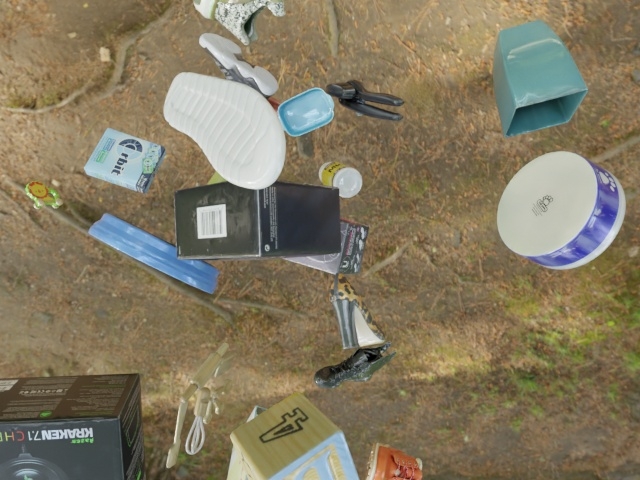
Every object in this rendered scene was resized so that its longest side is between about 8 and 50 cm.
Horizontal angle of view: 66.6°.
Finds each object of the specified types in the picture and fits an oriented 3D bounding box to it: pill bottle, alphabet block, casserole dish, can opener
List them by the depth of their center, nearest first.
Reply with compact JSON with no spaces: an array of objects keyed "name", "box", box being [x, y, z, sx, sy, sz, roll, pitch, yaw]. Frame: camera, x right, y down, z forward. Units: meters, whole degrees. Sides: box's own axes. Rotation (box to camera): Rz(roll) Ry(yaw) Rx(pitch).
[{"name":"can opener","box":[0.085,-0.248,0.882,0.073,0.186,0.059,-24,129,-27]},{"name":"alphabet block","box":[-0.054,0.489,1.070,0.194,0.197,0.192,-24,110,-24]},{"name":"casserole dish","box":[-0.042,-0.397,1.503,0.189,0.037,0.114,-19,109,24]},{"name":"pill bottle","box":[0.073,-0.249,1.941,0.119,0.208,0.119,-7,110,-19]}]

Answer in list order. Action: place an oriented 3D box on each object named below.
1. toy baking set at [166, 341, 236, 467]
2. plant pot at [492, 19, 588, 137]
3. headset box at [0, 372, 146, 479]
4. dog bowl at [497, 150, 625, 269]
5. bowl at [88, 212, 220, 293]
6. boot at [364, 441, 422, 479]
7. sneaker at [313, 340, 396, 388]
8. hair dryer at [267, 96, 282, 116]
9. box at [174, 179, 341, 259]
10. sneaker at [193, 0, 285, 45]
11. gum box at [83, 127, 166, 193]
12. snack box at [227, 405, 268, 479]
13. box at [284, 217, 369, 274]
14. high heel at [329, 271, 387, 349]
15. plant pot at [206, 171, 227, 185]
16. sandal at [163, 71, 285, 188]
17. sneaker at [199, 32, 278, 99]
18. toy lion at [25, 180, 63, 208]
[{"name":"toy baking set","box":[-0.244,0.347,1.042,0.030,0.256,0.196,13,122,18]},{"name":"plant pot","box":[0.525,-0.416,1.225,0.166,0.234,0.165,-13,165,8]},{"name":"headset box","box":[-0.404,0.360,0.734,0.247,0.131,0.282,1,103,-7]},{"name":"dog bowl","box":[0.555,-0.071,1.147,0.104,0.264,0.265,19,126,-27]},{"name":"bowl","box":[-0.472,0.036,1.426,0.391,0.391,0.077,30,81,-18]},{"name":"boot","box":[0.122,0.369,0.793,0.085,0.059,0.158,12,171,23]},{"name":"sneaker","box":[0.072,0.261,1.030,0.170,0.051,0.089,0,129,-27]},{"name":"hair dryer","box":[-0.223,-0.408,1.694,0.294,0.223,0.080,-19,144,32]},{"name":"box","box":[-0.149,-0.043,1.207,0.297,0.294,0.182,-3,90,39]},{"name":"sneaker","box":[-0.116,-0.588,1.059,0.182,0.158,0.410,47,144,-10]},{"name":"gum box","box":[-0.588,-0.242,1.477,0.185,0.156,0.041,18,155,-2]},{"name":"snack box","box":[-0.208,0.650,1.364,0.060,0.322,0.187,23,115,-12]},{"name":"box","box":[0.000,0.000,1.517,0.248,0.142,0.163,15,97,31]},{"name":"high heel","box":[0.104,0.178,1.259,0.093,0.186,0.261,-15,166,22]},{"name":"plant pot","box":[-0.344,-0.160,1.871,0.276,0.253,0.276,18,157,8]},{"name":"sandal","box":[-0.178,-0.238,0.980,0.102,0.416,0.169,7,117,-49]},{"name":"sneaker","box":[-0.270,-0.494,1.480,0.269,0.101,0.153,37,131,-7]},{"name":"toy lion","box":[-0.934,-0.156,1.640,0.034,0.100,0.096,-29,81,29]}]
